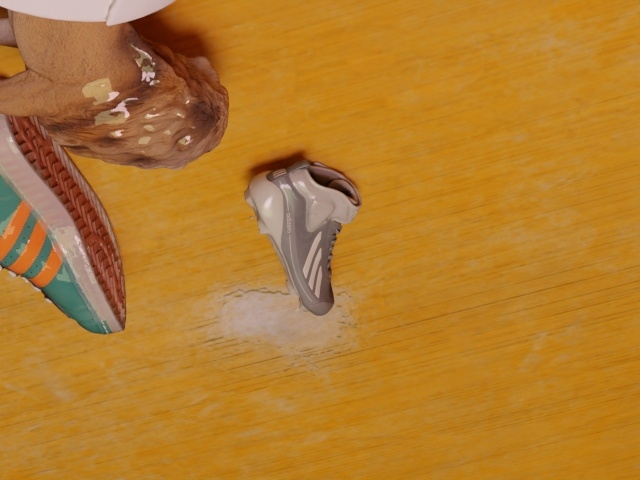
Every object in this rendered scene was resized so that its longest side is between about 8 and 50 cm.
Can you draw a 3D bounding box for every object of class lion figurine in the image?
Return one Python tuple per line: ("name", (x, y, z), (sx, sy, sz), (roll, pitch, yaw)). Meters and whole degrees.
("lion figurine", (-0.207, -0.201, 1.355), (0.240, 0.142, 0.392), (5, 146, 7))

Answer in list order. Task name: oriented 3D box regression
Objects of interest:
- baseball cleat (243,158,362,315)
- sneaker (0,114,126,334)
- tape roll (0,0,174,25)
("baseball cleat", (0.000, 0.000, 1.668), (0.109, 0.072, 0.206), (-21, 140, 7))
("sneaker", (-0.285, -0.017, 1.597), (0.121, 0.108, 0.302), (-16, 129, 12))
("tape roll", (-0.191, -0.284, 1.165), (0.286, 0.286, 0.100), (14, 134, -21))
